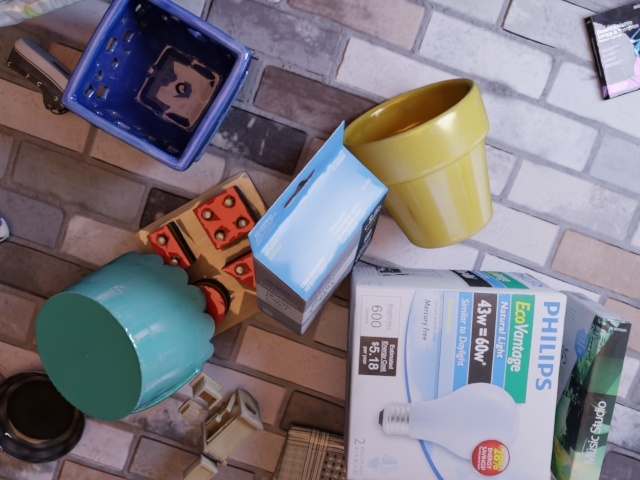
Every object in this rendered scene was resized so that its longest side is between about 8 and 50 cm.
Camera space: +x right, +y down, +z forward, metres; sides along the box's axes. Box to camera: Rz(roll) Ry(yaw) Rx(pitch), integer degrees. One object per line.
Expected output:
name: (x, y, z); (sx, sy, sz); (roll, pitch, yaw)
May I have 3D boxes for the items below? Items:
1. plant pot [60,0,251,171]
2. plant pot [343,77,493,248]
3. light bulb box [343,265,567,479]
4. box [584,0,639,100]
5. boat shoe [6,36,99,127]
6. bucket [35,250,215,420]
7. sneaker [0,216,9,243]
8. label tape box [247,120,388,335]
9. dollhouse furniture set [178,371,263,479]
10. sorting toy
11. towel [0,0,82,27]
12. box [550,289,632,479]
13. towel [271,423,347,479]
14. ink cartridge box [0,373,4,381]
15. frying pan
plant pot: (-0.266, -0.273, 1.071); (0.236, 0.212, 0.236); (31, 96, -4)
plant pot: (0.192, -0.126, 1.091); (0.254, 0.254, 0.239); (-25, 113, 3)
light bulb box: (0.229, 0.240, 1.135); (0.361, 0.225, 0.358); (2, 97, 0)
box: (0.579, -0.362, 1.156); (0.116, 0.029, 0.162); (-17, 96, 2)
boat shoe: (-0.491, -0.277, 1.138); (0.228, 0.080, 0.076); (41, 101, -4)
bucket: (-0.353, 0.172, 1.094); (0.281, 0.183, 0.281); (9, 110, 24)
sneaker: (-0.694, -0.007, 1.188); (0.169, 0.068, 0.071); (-21, 82, -6)
label tape box: (0.000, 0.000, 1.008); (0.106, 0.334, 0.241); (34, 69, 11)
dollhouse furniture set: (-0.237, 0.357, 1.195); (0.182, 0.101, 0.161); (-44, 113, 5)
sorting toy: (-0.194, 0.040, 1.174); (0.257, 0.089, 0.255); (-29, 97, 3)
towel: (-0.379, -0.483, 0.997); (0.374, 0.320, 0.090); (-18, 129, 2)
box: (0.475, 0.273, 1.137); (0.058, 0.232, 0.322); (7, 97, 3)
towel: (0.039, 0.566, 1.262); (0.312, 0.056, 0.324); (16, 98, -2)
ink cartridge box: (-0.783, 0.305, 1.165); (0.232, 0.168, 0.171); (-40, 97, 4)
frying pan: (-0.520, 0.312, 1.225); (0.326, 0.053, 0.197); (-40, 101, 1)
